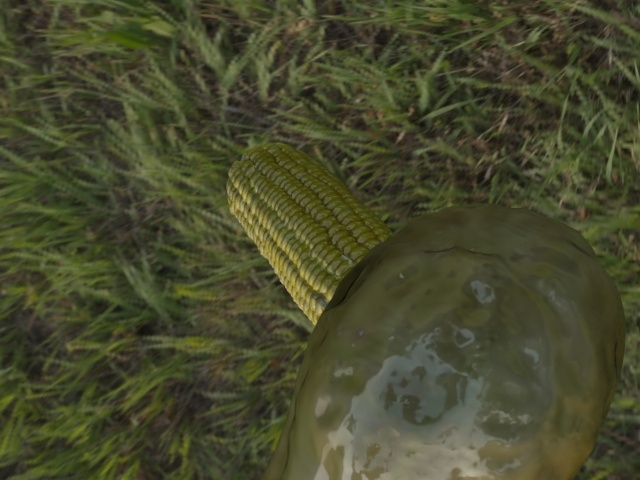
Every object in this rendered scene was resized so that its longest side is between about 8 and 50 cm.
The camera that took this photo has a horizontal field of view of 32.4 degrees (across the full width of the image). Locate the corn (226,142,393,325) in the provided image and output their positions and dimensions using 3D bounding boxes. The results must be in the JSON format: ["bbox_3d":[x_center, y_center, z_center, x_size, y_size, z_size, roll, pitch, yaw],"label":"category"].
[{"bbox_3d":[0.000,0.000,0.873,0.093,0.244,0.093,-15,126,-21],"label":"corn"}]

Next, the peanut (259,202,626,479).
[{"bbox_3d":[0.025,0.092,0.406,0.110,0.120,0.236,33,85,-14],"label":"peanut"}]
